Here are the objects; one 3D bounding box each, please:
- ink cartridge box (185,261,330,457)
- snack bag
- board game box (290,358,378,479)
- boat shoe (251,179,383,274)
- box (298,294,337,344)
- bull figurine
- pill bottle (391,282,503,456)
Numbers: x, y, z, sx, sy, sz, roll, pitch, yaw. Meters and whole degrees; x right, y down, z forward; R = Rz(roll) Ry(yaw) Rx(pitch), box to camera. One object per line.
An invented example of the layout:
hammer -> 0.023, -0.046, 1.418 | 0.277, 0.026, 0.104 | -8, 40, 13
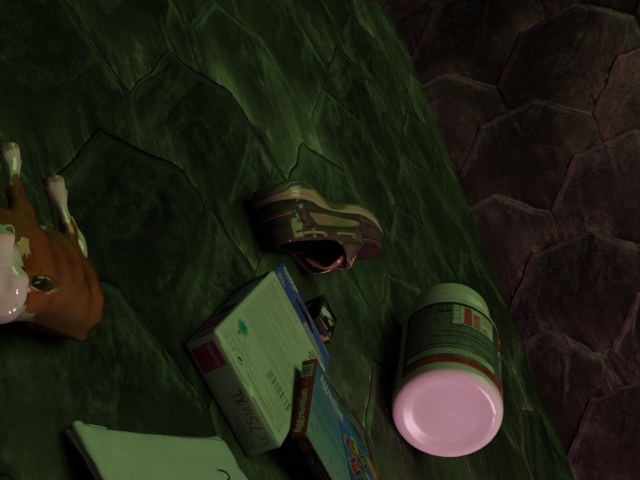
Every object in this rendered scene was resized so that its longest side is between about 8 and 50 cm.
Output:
ink cartridge box -> -0.080, 0.163, 1.476 | 0.186, 0.065, 0.311 | 63, 22, -8
snack bag -> -0.096, 0.333, 1.101 | 0.342, 0.037, 0.323 | 50, 11, 27
board game box -> 0.026, 0.324, 1.500 | 0.145, 0.027, 0.281 | -79, 151, -50
boat shoe -> 0.000, 0.000, 1.823 | 0.355, 0.132, 0.130 | 19, 57, -52
box -> -0.014, 0.139, 1.672 | 0.052, 0.062, 0.083 | 59, 19, -18
bull figurine -> -0.294, 0.011, 0.982 | 0.310, 0.101, 0.188 | 79, -6, -73
pill bottle -> 0.256, 0.243, 2.008 | 0.210, 0.210, 0.363 | 57, 21, -19
